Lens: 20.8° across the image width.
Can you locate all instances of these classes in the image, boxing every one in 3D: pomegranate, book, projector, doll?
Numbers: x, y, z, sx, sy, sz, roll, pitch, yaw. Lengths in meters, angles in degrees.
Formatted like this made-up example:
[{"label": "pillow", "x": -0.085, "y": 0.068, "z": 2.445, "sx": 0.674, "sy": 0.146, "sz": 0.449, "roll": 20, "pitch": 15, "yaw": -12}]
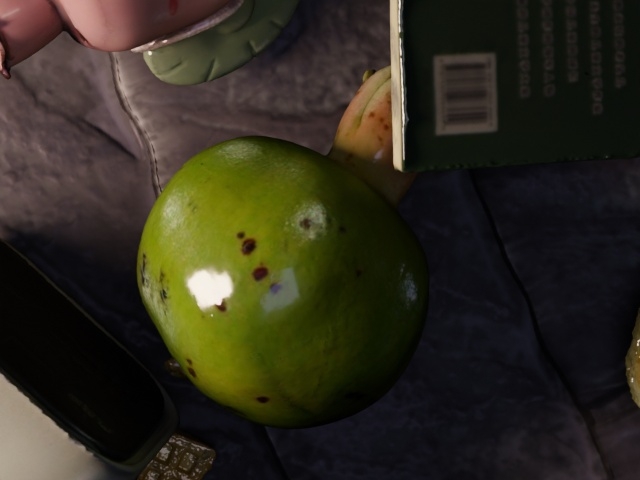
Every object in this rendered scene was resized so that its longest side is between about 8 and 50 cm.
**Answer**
[{"label": "pomegranate", "x": 0.000, "y": 0.000, "z": 1.335, "sx": 0.236, "sy": 0.236, "sz": 0.302, "roll": 42, "pitch": 78, "yaw": -6}, {"label": "book", "x": 0.224, "y": -0.190, "z": 1.317, "sx": 0.370, "sy": 0.043, "sz": 0.260, "roll": -4, "pitch": 98, "yaw": -20}, {"label": "projector", "x": -0.288, "y": 0.159, "z": 1.333, "sx": 0.248, "sy": 0.248, "sz": 0.249, "roll": 42, "pitch": 99, "yaw": 0}, {"label": "doll", "x": -0.156, "y": -0.243, "z": 1.323, "sx": 0.268, "sy": 0.216, "sz": 0.284, "roll": -25, "pitch": 117, "yaw": -20}]

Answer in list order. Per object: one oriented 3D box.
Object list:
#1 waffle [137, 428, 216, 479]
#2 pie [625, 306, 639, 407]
[{"label": "waffle", "x": -0.157, "y": 0.220, "z": 1.466, "sx": 0.097, "sy": 0.023, "sz": 0.153, "roll": 23, "pitch": 100, "yaw": -2}, {"label": "pie", "x": 0.367, "y": 0.104, "z": 1.410, "sx": 0.248, "sy": 0.090, "sz": 0.201, "roll": 30, "pitch": 109, "yaw": -4}]
